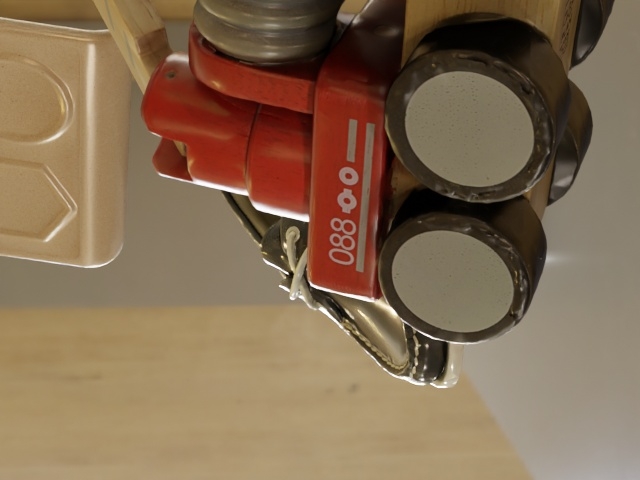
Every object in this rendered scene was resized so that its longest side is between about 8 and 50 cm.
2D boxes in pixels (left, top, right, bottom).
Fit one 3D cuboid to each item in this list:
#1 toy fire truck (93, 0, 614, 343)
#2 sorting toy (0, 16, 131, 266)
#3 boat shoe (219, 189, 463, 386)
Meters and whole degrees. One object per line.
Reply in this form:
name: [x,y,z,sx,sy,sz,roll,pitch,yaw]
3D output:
toy fire truck: [-0.018,-0.105,0.530,0.158,0.246,0.217,-60,-22,-50]
sorting toy: [-0.220,-0.066,0.871,0.193,0.208,0.038,100,172,-46]
boat shoe: [0.000,0.000,0.988,0.302,0.091,0.114,-128,35,-51]
